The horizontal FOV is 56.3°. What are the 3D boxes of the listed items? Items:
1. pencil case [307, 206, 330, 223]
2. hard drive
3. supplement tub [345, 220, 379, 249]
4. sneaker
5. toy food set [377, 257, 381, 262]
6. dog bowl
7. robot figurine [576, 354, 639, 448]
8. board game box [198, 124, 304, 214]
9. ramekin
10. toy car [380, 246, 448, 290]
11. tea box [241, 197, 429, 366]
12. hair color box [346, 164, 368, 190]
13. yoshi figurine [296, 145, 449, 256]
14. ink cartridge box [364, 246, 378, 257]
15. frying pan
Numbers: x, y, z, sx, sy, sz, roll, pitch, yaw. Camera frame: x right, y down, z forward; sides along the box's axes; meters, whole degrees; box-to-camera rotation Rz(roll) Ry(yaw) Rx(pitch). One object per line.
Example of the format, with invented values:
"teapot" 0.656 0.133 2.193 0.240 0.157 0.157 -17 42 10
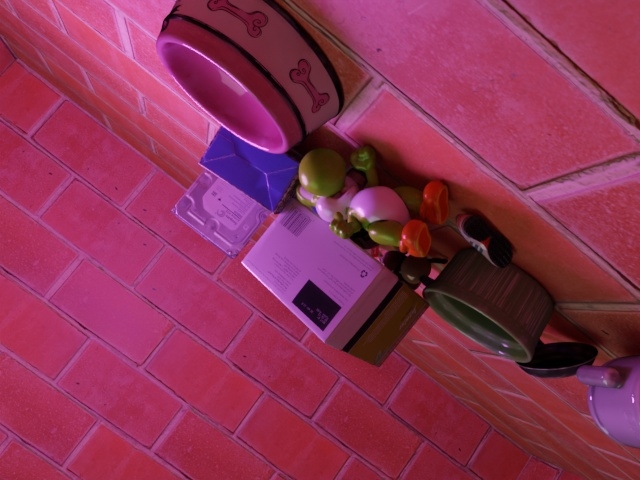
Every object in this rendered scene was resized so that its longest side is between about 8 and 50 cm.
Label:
"pencil case" 0.031 -0.054 1.844 0.306 0.133 0.119 21 160 50
"hard drive" -0.248 -0.145 1.789 0.237 0.339 0.064 40 168 -10
"supplement tub" 0.097 -0.072 1.621 0.190 0.117 0.117 44 166 -35
"sneaker" 0.356 -0.005 1.312 0.161 0.057 0.075 40 -175 -22
"toy food set" 0.139 0.016 2.061 0.192 0.038 0.132 40 162 10
"dog bowl" -0.160 -0.343 1.238 0.408 0.150 0.408 35 168 9
"robot figurine" 0.701 0.341 1.260 0.300 0.199 0.353 29 168 6
"board game box" -0.140 -0.188 1.566 0.232 0.141 0.291 34 -171 7
"ramekin" 0.419 0.154 1.482 0.303 0.148 0.303 35 168 8
"toy car" 0.274 0.090 1.698 0.188 0.155 0.149 0 143 51
"tea box" 0.044 0.111 1.498 0.329 0.220 0.323 39 -179 34
"hair color box" 0.063 -0.114 1.492 0.072 0.141 0.043 35 168 6
"yoshi figurine" 0.084 -0.103 1.311 0.362 0.202 0.204 19 -160 32
"ink cartridge box" 0.096 0.023 1.913 0.151 0.063 0.109 -10 -159 -36
"frying pan" 0.565 0.297 1.552 0.326 0.197 0.053 178 79 -69
